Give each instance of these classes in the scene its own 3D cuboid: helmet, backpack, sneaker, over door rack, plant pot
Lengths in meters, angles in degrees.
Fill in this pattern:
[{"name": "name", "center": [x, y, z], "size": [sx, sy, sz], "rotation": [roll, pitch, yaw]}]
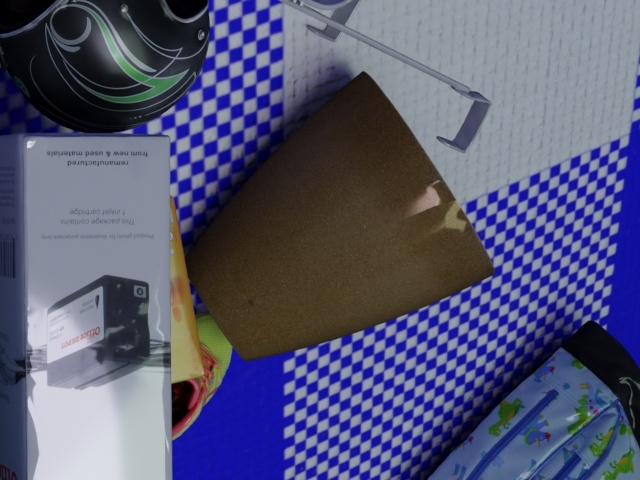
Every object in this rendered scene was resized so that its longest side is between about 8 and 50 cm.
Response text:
[{"name": "helmet", "center": [-0.179, -0.171, 1.641], "size": [0.169, 0.169, 0.161], "rotation": [-48, 123, -4]}, {"name": "backpack", "center": [0.259, 0.319, 2.349], "size": [0.355, 0.273, 0.290], "rotation": [-29, 142, -7]}, {"name": "sneaker", "center": [-0.136, 0.142, 1.906], "size": [0.081, 0.094, 0.208], "rotation": [44, 49, -12]}, {"name": "over door rack", "center": [0.010, -0.237, 1.709], "size": [0.108, 0.239, 0.324], "rotation": [-48, 139, 5]}, {"name": "plant pot", "center": [0.000, 0.000, 1.905], "size": [0.254, 0.237, 0.237], "rotation": [-32, 137, 0]}]

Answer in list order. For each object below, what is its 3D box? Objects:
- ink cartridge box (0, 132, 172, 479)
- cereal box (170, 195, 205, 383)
[{"name": "ink cartridge box", "center": [-0.211, 0.066, 1.618], "size": [0.129, 0.223, 0.307], "rotation": [-1, 92, -21]}, {"name": "cereal box", "center": [-0.235, 0.065, 1.756], "size": [0.240, 0.047, 0.173], "rotation": [-14, 100, -20]}]
